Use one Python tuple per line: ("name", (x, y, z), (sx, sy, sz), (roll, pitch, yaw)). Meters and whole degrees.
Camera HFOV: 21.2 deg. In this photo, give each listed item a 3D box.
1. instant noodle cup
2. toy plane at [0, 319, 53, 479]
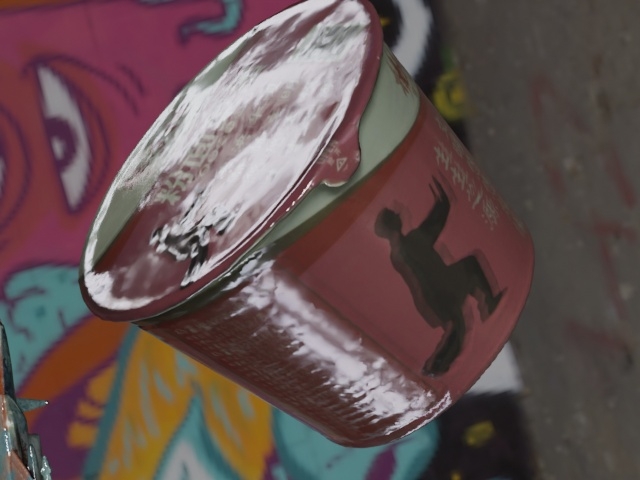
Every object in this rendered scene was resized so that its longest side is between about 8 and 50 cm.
("instant noodle cup", (0.000, 0.000, 0.991), (0.178, 0.235, 0.235), (42, 180, -27))
("toy plane", (-0.355, 0.249, 1.954), (0.223, 0.104, 0.326), (-20, 63, 50))
